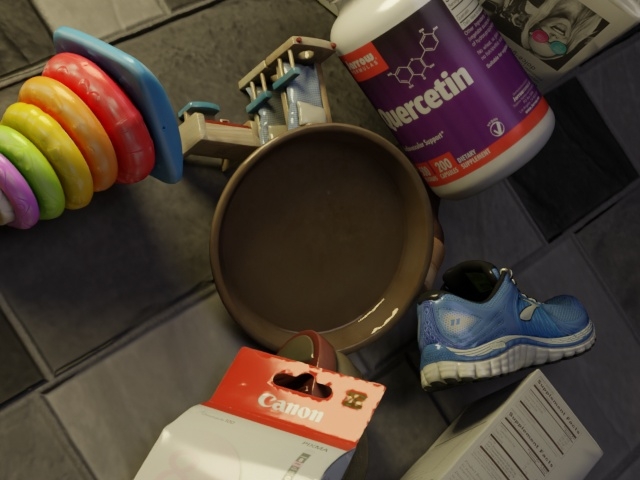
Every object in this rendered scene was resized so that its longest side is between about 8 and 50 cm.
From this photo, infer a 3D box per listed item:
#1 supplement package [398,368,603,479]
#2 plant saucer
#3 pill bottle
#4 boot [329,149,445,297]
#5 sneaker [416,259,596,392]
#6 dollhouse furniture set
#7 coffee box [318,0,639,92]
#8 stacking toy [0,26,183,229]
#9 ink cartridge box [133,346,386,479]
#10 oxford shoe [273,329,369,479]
[{"bbox_3d":[0.196,0.285,1.791,0.134,0.139,0.244,53,48,-2],"label":"supplement package"},{"bbox_3d":[0.000,0.000,1.770,0.278,0.041,0.277,-4,101,-21],"label":"plant saucer"},{"bbox_3d":[0.136,-0.221,1.894,0.323,0.181,0.181,53,47,-11],"label":"pill bottle"},{"bbox_3d":[0.050,-0.051,1.912,0.248,0.090,0.206,30,40,-20],"label":"boot"},{"bbox_3d":[0.231,0.090,1.892,0.330,0.130,0.147,-6,83,-53],"label":"sneaker"},{"bbox_3d":[-0.078,-0.164,1.821,0.184,0.129,0.129,5,65,-36],"label":"dollhouse furniture set"},{"bbox_3d":[0.235,-0.422,2.056,0.338,0.334,0.337,36,51,-15],"label":"coffee box"},{"bbox_3d":[-0.307,-0.072,1.601,0.302,0.166,0.175,-42,138,-26],"label":"stacking toy"},{"bbox_3d":[-0.065,0.209,1.589,0.232,0.189,0.066,-62,151,-27],"label":"ink cartridge box"},{"bbox_3d":[-0.001,0.270,1.663,0.130,0.123,0.348,33,53,-30],"label":"oxford shoe"}]
